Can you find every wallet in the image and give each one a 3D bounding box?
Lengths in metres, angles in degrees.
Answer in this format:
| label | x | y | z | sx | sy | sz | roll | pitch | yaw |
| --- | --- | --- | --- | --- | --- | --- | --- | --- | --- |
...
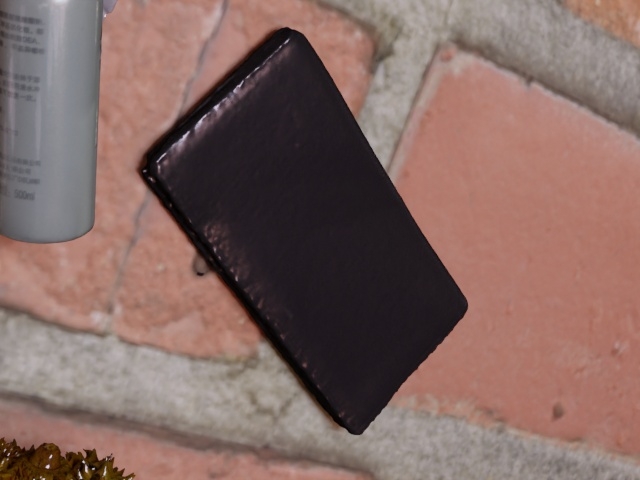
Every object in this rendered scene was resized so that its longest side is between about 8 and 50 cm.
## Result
| label | x | y | z | sx | sy | sz | roll | pitch | yaw |
| --- | --- | --- | --- | --- | --- | --- | --- | --- | --- |
| wallet | 0.000 | 0.000 | 0.851 | 0.124 | 0.025 | 0.244 | -45 | 124 | -16 |

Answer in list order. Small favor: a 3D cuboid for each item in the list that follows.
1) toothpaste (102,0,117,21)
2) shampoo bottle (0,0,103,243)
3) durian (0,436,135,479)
| label | x | y | z | sx | sy | sz | roll | pitch | yaw |
| --- | --- | --- | --- | --- | --- | --- | --- | --- | --- |
| toothpaste | -0.081 | -0.238 | 0.704 | 0.099 | 0.068 | 0.282 | 35 | 89 | -10 |
| shampoo bottle | -0.135 | -0.097 | 0.691 | 0.056 | 0.056 | 0.195 | -10 | 118 | -33 |
| durian | -0.179 | 0.166 | 0.712 | 0.158 | 0.137 | 0.168 | 31 | 87 | -8 |
